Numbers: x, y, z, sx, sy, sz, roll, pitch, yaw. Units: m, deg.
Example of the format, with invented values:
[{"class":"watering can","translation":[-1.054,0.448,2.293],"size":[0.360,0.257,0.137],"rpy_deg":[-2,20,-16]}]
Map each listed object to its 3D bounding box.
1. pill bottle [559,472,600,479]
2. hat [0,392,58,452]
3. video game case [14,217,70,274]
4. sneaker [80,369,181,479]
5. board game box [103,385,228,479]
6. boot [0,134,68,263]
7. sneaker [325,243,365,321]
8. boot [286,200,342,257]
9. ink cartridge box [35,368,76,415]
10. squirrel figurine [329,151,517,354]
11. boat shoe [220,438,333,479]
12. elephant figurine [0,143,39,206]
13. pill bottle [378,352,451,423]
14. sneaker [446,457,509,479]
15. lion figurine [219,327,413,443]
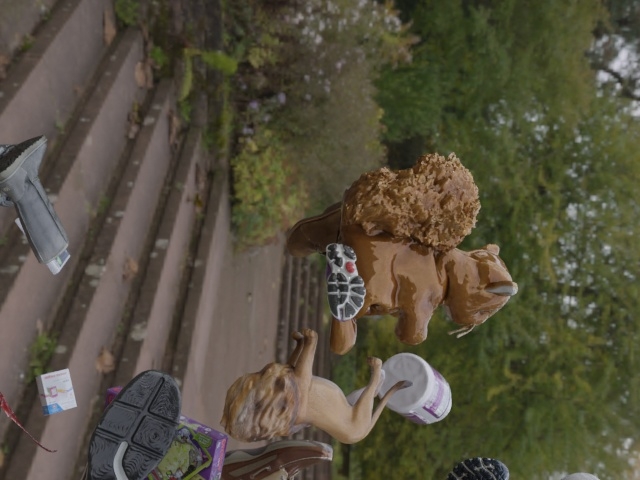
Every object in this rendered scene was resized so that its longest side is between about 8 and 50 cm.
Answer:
[{"class":"pill bottle","translation":[0.405,0.417,1.004],"size":[0.229,0.131,0.131],"rpy_deg":[-135,-133,-71]},{"class":"hat","translation":[-0.647,0.339,1.481],"size":[0.183,0.173,0.209],"rpy_deg":[43,19,-37]},{"class":"video game case","translation":[-0.749,-0.004,2.018],"size":[0.173,0.022,0.190],"rpy_deg":[59,-3,-15]},{"class":"sneaker","translation":[-0.474,0.502,1.674],"size":[0.257,0.169,0.448],"rpy_deg":[-22,-137,63]},{"class":"board game box","translation":[-0.380,0.496,1.742],"size":[0.056,0.346,0.208],"rpy_deg":[-8,111,-59]},{"class":"boot","translation":[-0.562,-0.085,1.498],"size":[0.209,0.076,0.190],"rpy_deg":[63,29,-30]},{"class":"sneaker","translation":[0.040,0.082,1.317],"size":[0.170,0.068,0.071],"rpy_deg":[-91,-172,-48]},{"class":"boot","translation":[0.000,0.000,2.029],"size":[0.305,0.112,0.115],"rpy_deg":[-31,-133,47]},{"class":"ink cartridge box","translation":[-0.808,0.461,2.274],"size":[0.052,0.088,0.123],"rpy_deg":[-23,-100,50]},{"class":"squirrel figurine","translation":[0.218,0.027,1.521],"size":[0.281,0.370,0.397],"rpy_deg":[-84,180,-68]},{"class":"boat shoe","translation":[-0.111,0.563,1.828],"size":[0.123,0.324,0.117],"rpy_deg":[33,45,-51]},{"class":"elephant figurine","translation":[-0.990,-0.186,2.390],"size":[0.169,0.185,0.240],"rpy_deg":[-121,-152,-75]},{"class":"pill bottle","translation":[0.287,0.445,2.187],"size":[0.301,0.169,0.169],"rpy_deg":[44,43,-56]},{"class":"sneaker","translation":[0.364,0.643,1.882],"size":[0.283,0.122,0.110],"rpy_deg":[-41,-130,20]},{"class":"lion figurine","translation":[0.003,0.329,1.506],"size":[0.142,0.392,0.240],"rpy_deg":[-22,-133,64]}]
